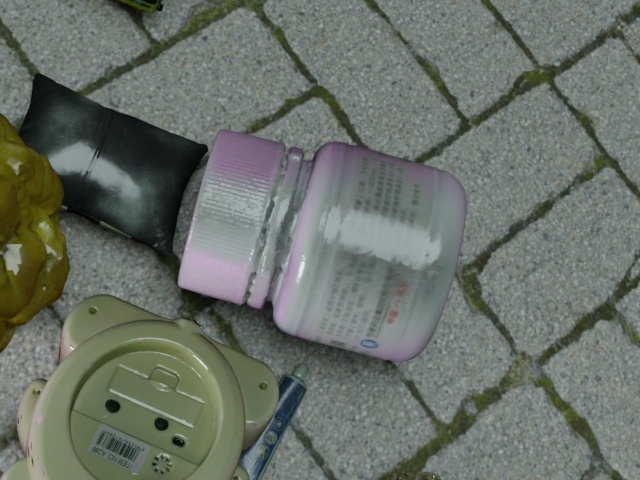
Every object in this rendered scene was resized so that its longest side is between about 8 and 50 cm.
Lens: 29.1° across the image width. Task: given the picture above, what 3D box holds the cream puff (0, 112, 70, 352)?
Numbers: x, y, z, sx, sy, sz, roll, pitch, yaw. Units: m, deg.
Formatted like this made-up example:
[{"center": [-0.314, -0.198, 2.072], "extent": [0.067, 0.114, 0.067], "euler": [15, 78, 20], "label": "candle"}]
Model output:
[{"center": [-0.411, 0.017, 1.364], "extent": [0.291, 0.257, 0.325], "euler": [-9, 119, -23], "label": "cream puff"}]

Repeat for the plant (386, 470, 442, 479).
[{"center": [0.132, 0.342, 1.564], "extent": [0.104, 0.122, 0.117], "euler": [-10, 67, -32], "label": "plant"}]

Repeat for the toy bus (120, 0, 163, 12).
[{"center": [-0.226, -0.447, 1.701], "extent": [0.128, 0.150, 0.262], "euler": [26, 61, -7], "label": "toy bus"}]

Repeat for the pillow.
[{"center": [-0.279, -0.098, 1.587], "extent": [0.249, 0.106, 0.186], "euler": [21, 59, -13], "label": "pillow"}]

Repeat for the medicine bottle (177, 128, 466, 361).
[{"center": [0.000, 0.000, 1.562], "extent": [0.324, 0.256, 0.256], "euler": [14, 68, -5], "label": "medicine bottle"}]

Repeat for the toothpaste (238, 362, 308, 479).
[{"center": [-0.067, 0.241, 1.578], "extent": [0.057, 0.035, 0.197], "euler": [30, 68, 4], "label": "toothpaste"}]

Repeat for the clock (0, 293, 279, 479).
[{"center": [-0.218, 0.236, 1.451], "extent": [0.284, 0.114, 0.309], "euler": [25, 54, -3], "label": "clock"}]
